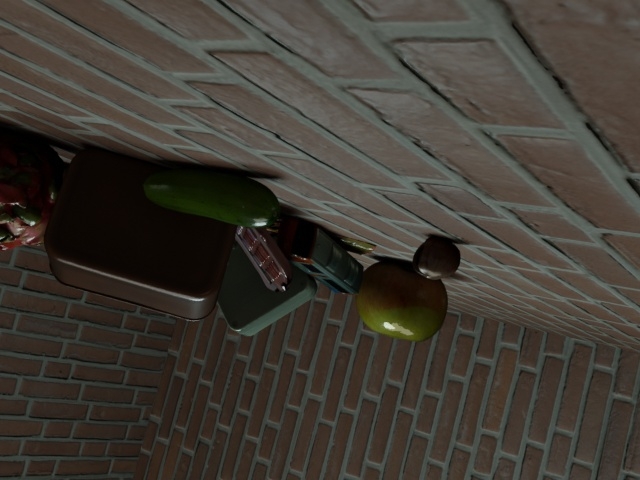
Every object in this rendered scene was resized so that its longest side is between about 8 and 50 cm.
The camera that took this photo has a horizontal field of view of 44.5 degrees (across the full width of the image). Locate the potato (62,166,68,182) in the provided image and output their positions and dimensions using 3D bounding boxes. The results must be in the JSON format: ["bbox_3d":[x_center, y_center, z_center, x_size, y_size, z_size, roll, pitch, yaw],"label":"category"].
[{"bbox_3d":[-0.597,-0.099,1.823,0.235,0.160,0.178,1,-159,-7],"label":"potato"}]

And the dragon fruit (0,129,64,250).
[{"bbox_3d":[-0.616,-0.097,1.506,0.237,0.231,0.302,6,-169,-29],"label":"dragon fruit"}]

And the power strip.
[{"bbox_3d":[-0.165,0.066,1.908,0.261,0.229,0.141,61,-173,25],"label":"power strip"}]

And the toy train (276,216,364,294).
[{"bbox_3d":[0.009,0.042,1.825,0.089,0.086,0.409,8,167,21],"label":"toy train"}]

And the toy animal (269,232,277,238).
[{"bbox_3d":[-0.119,0.023,2.077,0.148,0.085,0.232,10,179,-40],"label":"toy animal"}]

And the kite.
[{"bbox_3d":[0.001,-0.002,1.927,0.377,0.013,0.327,8,172,44],"label":"kite"}]

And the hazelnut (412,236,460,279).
[{"bbox_3d":[0.211,0.034,1.421,0.086,0.086,0.086,14,174,1],"label":"hazelnut"}]

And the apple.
[{"bbox_3d":[0.211,0.159,2.050,0.260,0.194,0.261,13,175,1],"label":"apple"}]

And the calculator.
[{"bbox_3d":[-0.128,0.012,1.668,0.220,0.048,0.329,57,169,2],"label":"calculator"}]

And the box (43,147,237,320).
[{"bbox_3d":[-0.334,-0.007,1.492,0.339,0.240,0.229,17,165,-8],"label":"box"}]

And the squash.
[{"bbox_3d":[-0.179,-0.077,1.306,0.292,0.082,0.082,13,174,35],"label":"squash"}]
